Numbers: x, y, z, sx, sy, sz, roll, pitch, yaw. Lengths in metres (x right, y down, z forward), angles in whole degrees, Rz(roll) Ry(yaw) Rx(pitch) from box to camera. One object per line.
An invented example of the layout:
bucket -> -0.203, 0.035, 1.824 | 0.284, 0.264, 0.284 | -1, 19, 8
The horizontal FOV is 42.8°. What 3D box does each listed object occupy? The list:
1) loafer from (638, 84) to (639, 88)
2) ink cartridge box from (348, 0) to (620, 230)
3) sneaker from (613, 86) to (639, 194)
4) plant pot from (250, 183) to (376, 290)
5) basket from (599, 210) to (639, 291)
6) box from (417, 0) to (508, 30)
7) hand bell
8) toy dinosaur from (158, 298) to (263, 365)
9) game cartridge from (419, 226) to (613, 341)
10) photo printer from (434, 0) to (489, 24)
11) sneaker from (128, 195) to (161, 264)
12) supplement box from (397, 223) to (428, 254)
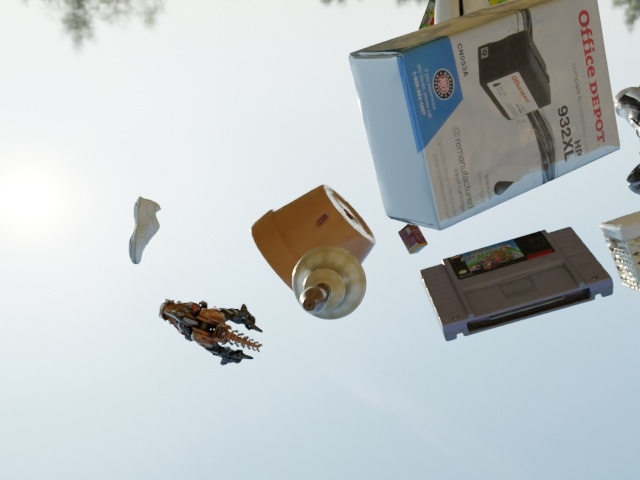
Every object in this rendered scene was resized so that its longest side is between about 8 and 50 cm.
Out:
loafer -> 0.867, -0.327, 2.076 | 0.092, 0.102, 0.268 | 3, -140, -13
ink cartridge box -> 0.216, -0.174, 1.042 | 0.307, 0.223, 0.129 | -23, -161, -22
sneaker -> 0.569, -0.160, 1.410 | 0.101, 0.153, 0.268 | 31, -167, -36
plant pot -> 0.000, 0.000, 2.018 | 0.203, 0.291, 0.291 | -42, -165, 14
basket -> 0.507, 0.001, 1.173 | 0.167, 0.103, 0.113 | -18, -177, 4
box -> 0.409, -0.496, 2.100 | 0.290, 0.279, 0.177 | 17, 174, 38
hand bell -> 0.002, 0.080, 1.252 | 0.126, 0.126, 0.242 | 4, -175, 6
toy dinosaur -> -0.272, 0.230, 2.051 | 0.218, 0.164, 0.322 | 29, -170, -50
game cartridge -> 0.403, 0.082, 1.731 | 0.355, 0.068, 0.230 | -16, -145, 1
photo printer -> 0.287, -0.338, 1.602 | 0.107, 0.307, 0.256 | -4, -118, 12
sneaker -> -0.383, -0.020, 1.792 | 0.061, 0.152, 0.054 | 14, 166, -29
supplement box -> 0.284, -0.007, 2.511 | 0.043, 0.055, 0.083 | -10, -113, -41
